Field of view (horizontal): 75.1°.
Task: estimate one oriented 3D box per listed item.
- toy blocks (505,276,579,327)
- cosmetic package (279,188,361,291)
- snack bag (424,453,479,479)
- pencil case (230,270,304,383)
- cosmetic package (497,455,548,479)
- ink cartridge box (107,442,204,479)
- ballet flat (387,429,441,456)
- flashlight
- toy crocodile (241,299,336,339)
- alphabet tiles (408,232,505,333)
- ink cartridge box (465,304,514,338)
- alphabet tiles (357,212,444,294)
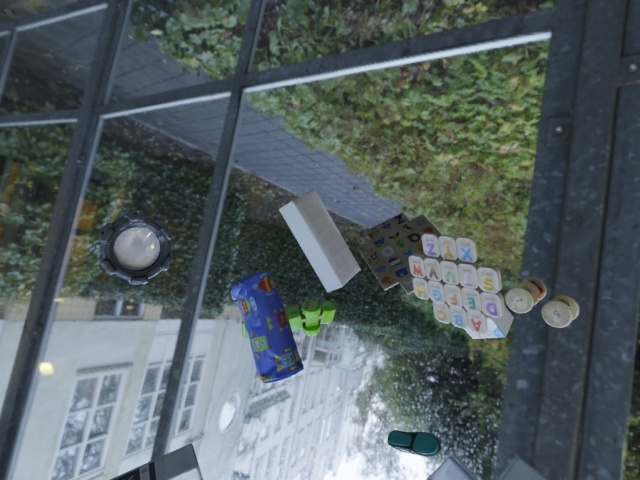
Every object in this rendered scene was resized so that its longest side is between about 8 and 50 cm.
[{"bbox_3d":[0.464,0.118,0.851,0.123,0.054,0.148,22,-158,38],"label":"toy blocks"},{"bbox_3d":[0.000,0.000,1.039,0.060,0.239,0.099,-26,-174,40],"label":"cosmetic package"},{"bbox_3d":[0.498,0.997,1.475,0.342,0.323,0.037,44,-160,26],"label":"snack bag"},{"bbox_3d":[-0.154,0.236,1.147,0.133,0.306,0.119,-24,171,18],"label":"pencil case"},{"bbox_3d":[0.622,0.899,1.160,0.394,0.327,0.329,35,161,36],"label":"cosmetic package"},{"bbox_3d":[-0.323,0.442,0.593,0.333,0.165,0.065,-16,-161,-23],"label":"ink cartridge box"},{"bbox_3d":[0.303,0.639,1.305,0.068,0.072,0.213,44,146,-21],"label":"ballet flat"},{"bbox_3d":[-0.322,0.000,0.704,0.304,0.103,0.103,10,135,60],"label":"flashlight"},{"bbox_3d":[-0.104,0.271,1.438,0.341,0.115,0.105,-10,-147,-15],"label":"toy crocodile"},{"bbox_3d":[0.363,0.118,1.144,0.021,0.278,0.284,-24,-160,-33],"label":"alphabet tiles"},{"bbox_3d":[0.530,0.256,1.356,0.092,0.090,0.143,48,146,-11],"label":"ink cartridge box"},{"bbox_3d":[0.306,0.035,1.510,0.285,0.342,0.011,-27,136,-3],"label":"alphabet tiles"}]
